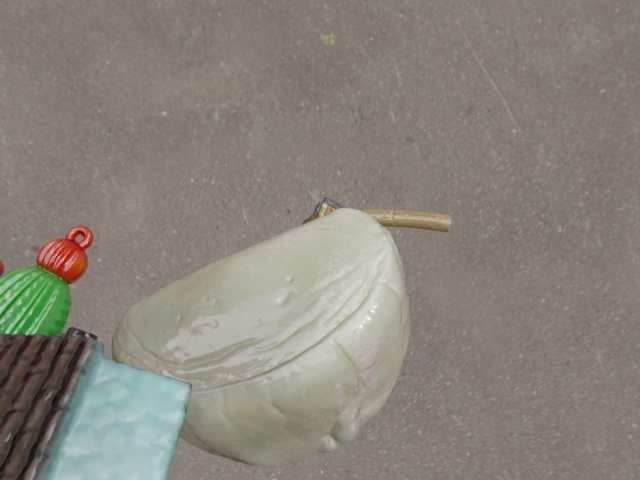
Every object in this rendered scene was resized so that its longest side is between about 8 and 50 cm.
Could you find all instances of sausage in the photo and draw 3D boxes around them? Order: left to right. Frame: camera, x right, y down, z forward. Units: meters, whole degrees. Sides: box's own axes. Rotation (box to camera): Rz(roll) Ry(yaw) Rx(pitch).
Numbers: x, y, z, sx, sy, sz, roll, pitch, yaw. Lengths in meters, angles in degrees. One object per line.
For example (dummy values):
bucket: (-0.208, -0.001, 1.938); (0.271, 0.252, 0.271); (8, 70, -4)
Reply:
sausage: (0.266, -0.068, 1.843); (0.301, 0.066, 0.066); (4, 68, 16)

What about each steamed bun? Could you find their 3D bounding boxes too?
steamed bun: (-0.054, 0.145, 0.731); (0.383, 0.247, 0.236); (-25, 47, -1)

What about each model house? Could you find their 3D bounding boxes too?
model house: (-0.263, 0.229, 0.419); (0.249, 0.230, 0.280); (19, 40, -10)

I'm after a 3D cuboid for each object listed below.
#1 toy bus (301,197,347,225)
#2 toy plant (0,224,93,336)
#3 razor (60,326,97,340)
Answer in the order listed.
toy bus: (0.000, 0.000, 1.333); (0.098, 0.201, 0.114); (27, 59, -11)
toy plant: (-0.349, 0.089, 0.635); (0.154, 0.088, 0.240); (1, 65, 1)
razor: (-0.688, 0.321, 1.388); (0.349, 0.113, 0.204); (-15, 53, 32)
